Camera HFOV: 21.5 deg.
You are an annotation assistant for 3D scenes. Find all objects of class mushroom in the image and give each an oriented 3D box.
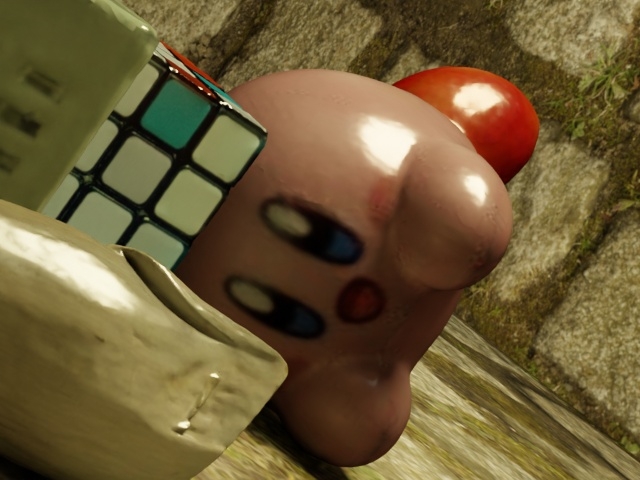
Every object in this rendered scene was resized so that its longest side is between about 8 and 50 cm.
[{"bbox_3d":[-0.114,0.033,0.643,0.247,0.096,0.108,30,32,-28],"label":"mushroom"}]

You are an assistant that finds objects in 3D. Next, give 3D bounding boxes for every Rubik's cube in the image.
[{"bbox_3d":[-0.150,-0.059,0.971,0.155,0.154,0.151,33,6,-32],"label":"Rubik's cube"}]

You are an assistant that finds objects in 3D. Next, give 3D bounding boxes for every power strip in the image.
[{"bbox_3d":[-0.173,-0.101,0.750,0.140,0.224,0.139,32,5,-45],"label":"power strip"}]

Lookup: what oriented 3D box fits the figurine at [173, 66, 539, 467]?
[{"bbox_3d":[-0.004,-0.004,1.093,0.211,0.269,0.261,29,15,-1],"label":"figurine"}]
